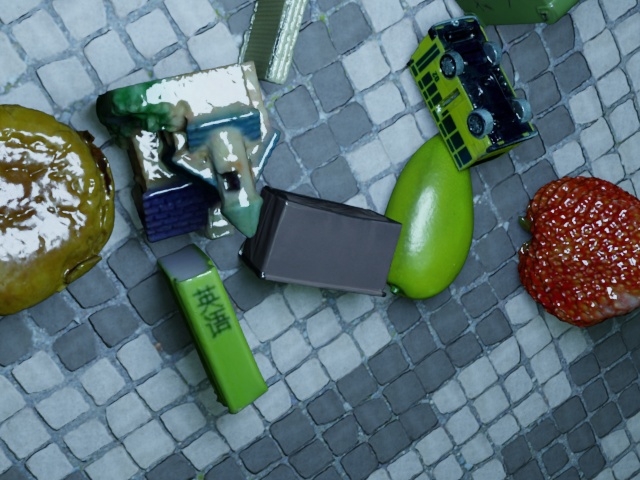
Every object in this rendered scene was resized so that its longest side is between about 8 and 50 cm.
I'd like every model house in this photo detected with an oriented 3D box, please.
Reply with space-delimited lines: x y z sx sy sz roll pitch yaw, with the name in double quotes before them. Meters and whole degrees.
"model house" -0.208 -0.127 1.290 0.245 0.312 0.280 -17 102 -20

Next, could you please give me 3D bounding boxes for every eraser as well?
"eraser" -0.197 0.158 1.432 0.092 0.210 0.274 -24 109 -14

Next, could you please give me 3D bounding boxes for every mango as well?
"mango" 0.222 -0.049 1.568 0.192 0.156 0.343 16 90 -33

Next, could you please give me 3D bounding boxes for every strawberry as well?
"strawberry" 0.579 0.029 1.621 0.267 0.351 0.312 10 94 -31

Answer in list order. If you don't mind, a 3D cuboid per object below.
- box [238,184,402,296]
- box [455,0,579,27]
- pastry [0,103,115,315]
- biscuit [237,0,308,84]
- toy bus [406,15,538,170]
"box" 0.000 0.000 1.479 0.252 0.188 0.153 12 99 -21
"box" 0.339 -0.508 1.403 0.253 0.328 0.178 41 88 -23
"pastry" -0.499 -0.049 1.259 0.356 0.164 0.356 -4 96 -35
"biscuit" -0.071 -0.401 1.370 0.052 0.150 0.252 11 98 -30
"toy bus" 0.278 -0.277 1.493 0.128 0.150 0.262 -20 80 -28
